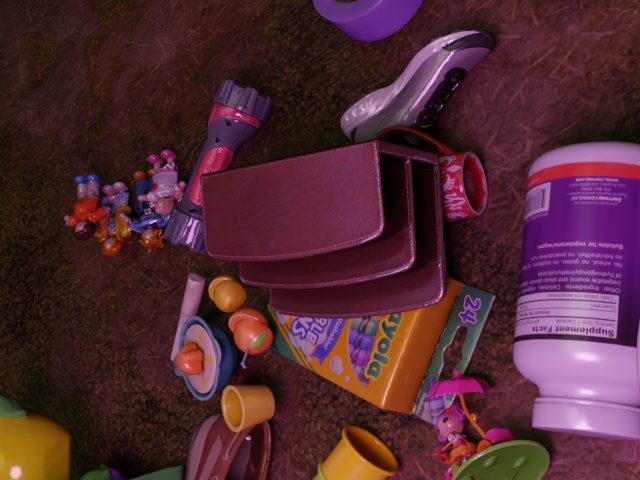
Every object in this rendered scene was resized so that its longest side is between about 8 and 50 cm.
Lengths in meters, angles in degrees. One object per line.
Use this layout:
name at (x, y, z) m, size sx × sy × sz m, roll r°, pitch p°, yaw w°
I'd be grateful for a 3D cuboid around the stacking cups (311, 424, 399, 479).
stacking cups at (-0.022, 0.404, 1.212) m, size 0.316 × 0.096 × 0.096 m, roll -53°, pitch 50°, yaw 14°

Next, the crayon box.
crayon box at (0.067, 0.112, 1.245) m, size 0.323 × 0.083 × 0.203 m, roll 21°, pitch 88°, yaw 41°

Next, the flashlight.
flashlight at (-0.182, -0.128, 1.523) m, size 0.103 × 0.103 × 0.304 m, roll 21°, pitch 90°, yaw 10°

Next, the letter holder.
letter holder at (0.000, 0.000, 1.163) m, size 0.302 × 0.152 × 0.214 m, roll -7°, pitch 84°, yaw 37°

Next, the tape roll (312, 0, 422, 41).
tape roll at (0.082, -0.433, 1.427) m, size 0.189 × 0.080 × 0.188 m, roll -13°, pitch 67°, yaw 34°

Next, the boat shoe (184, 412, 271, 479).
boat shoe at (-0.142, 0.398, 1.254) m, size 0.120 × 0.123 × 0.323 m, roll -18°, pitch 52°, yaw 34°

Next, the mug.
mug at (0.137, -0.084, 1.226) m, size 0.169 × 0.113 × 0.150 m, roll -8°, pitch 115°, yaw 33°

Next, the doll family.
doll family at (-0.352, -0.052, 1.641) m, size 0.263 × 0.118 × 0.163 m, roll -16°, pitch 57°, yaw 14°

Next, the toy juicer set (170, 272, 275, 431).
toy juicer set at (-0.184, 0.149, 1.357) m, size 0.329 × 0.090 × 0.209 m, roll 21°, pitch 111°, yaw 53°

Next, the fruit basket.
fruit basket at (-0.439, 0.416, 1.411) m, size 0.392 × 0.283 × 0.391 m, roll -1°, pitch 88°, yaw 33°

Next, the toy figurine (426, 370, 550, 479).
toy figurine at (0.189, 0.251, 1.102) m, size 0.159 × 0.130 × 0.173 m, roll -112°, pitch 37°, yaw -47°

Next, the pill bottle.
pill bottle at (0.321, 0.060, 0.993) m, size 0.182 × 0.182 × 0.322 m, roll -3°, pitch 74°, yaw 38°

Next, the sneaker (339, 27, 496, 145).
sneaker at (0.157, -0.213, 1.290) m, size 0.271 × 0.100 × 0.108 m, roll -38°, pitch 68°, yaw 27°

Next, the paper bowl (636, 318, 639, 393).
paper bowl at (0.410, 0.104, 0.836) m, size 0.148 × 0.284 × 0.284 m, roll 5°, pitch 78°, yaw 40°
